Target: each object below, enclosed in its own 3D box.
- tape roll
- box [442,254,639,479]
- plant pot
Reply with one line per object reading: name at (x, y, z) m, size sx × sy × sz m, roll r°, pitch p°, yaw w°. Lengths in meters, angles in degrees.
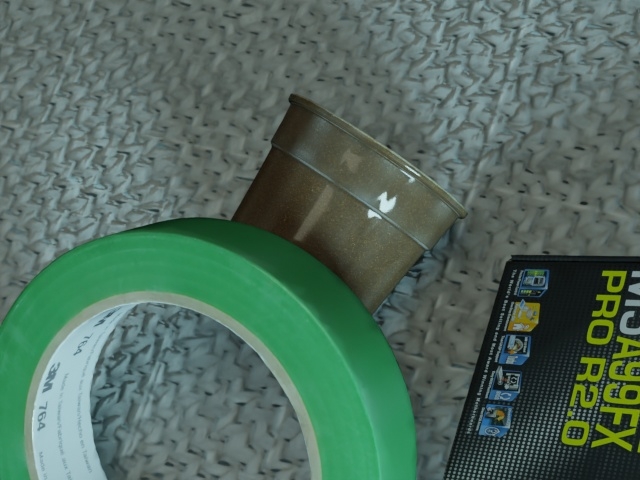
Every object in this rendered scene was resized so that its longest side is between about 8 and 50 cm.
tape roll at (-0.093, 0.146, 0.852) m, size 0.321 × 0.077 × 0.321 m, roll 4°, pitch 100°, yaw 23°
box at (0.200, 0.138, 0.804) m, size 0.216 × 0.060 × 0.270 m, roll 0°, pitch 59°, yaw 37°
plant pot at (0.000, 0.000, 0.925) m, size 0.167 × 0.167 × 0.165 m, roll 34°, pitch 91°, yaw 24°
